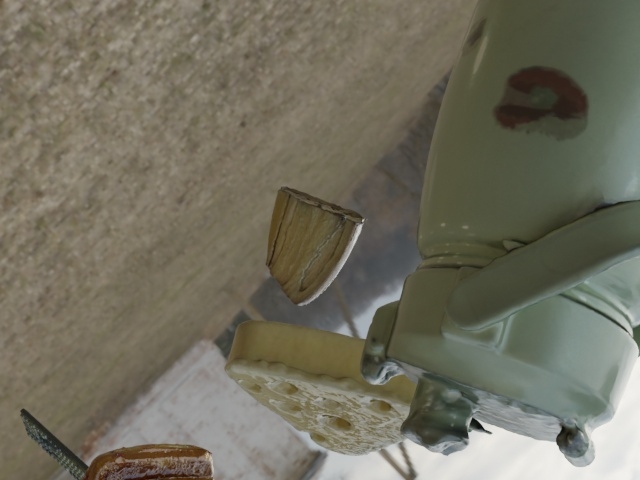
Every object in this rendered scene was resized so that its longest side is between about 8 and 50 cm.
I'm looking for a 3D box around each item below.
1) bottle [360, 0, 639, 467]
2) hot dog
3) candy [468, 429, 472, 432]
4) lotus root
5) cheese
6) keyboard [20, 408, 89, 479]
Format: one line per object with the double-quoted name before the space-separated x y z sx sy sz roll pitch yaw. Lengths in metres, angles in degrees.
"bottle" 0.170 -0.008 0.673 0.229 0.229 0.352 124 -13 -72
"hot dog" -0.153 0.212 0.835 0.038 0.062 0.144 -9 167 42
"candy" 0.195 0.137 1.137 0.060 0.060 0.201 129 -21 -59
"lotus root" -0.003 0.002 1.186 0.095 0.159 0.135 12 113 -40
"cheese" 0.001 0.249 1.648 0.384 0.383 0.104 129 -18 -60
"keyboard" -0.326 0.280 1.214 0.014 0.176 0.055 -39 145 -32
